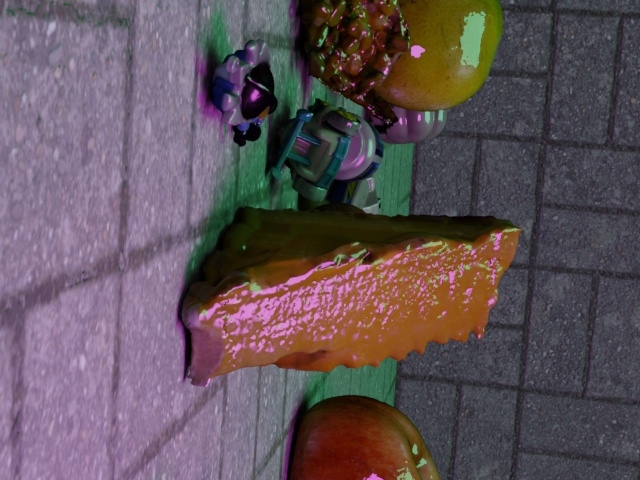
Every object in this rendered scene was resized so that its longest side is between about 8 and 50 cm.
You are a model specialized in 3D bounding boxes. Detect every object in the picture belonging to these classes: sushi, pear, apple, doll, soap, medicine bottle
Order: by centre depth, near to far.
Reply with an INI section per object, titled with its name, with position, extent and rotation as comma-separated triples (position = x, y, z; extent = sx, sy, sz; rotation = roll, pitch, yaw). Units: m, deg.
[doll]
position = -0.077, -0.157, 1.230
extent = 0.195, 0.070, 0.096
rotation = 69, 44, -79
[soap]
position = 0.048, 0.069, 1.286
extent = 0.304, 0.338, 0.169
rotation = -68, 159, -66
[sushi]
position = 0.046, -0.311, 1.682
extent = 0.179, 0.166, 0.296
rotation = -109, -159, -51
[medicine bottle]
position = 0.039, -0.148, 1.840
extent = 0.191, 0.106, 0.107
rotation = -6, 100, -81
[apple]
position = 0.080, 0.409, 1.961
extent = 0.309, 0.249, 0.278
rotation = 79, 19, -52
[pear]
position = 0.164, -0.357, 1.986
extent = 0.294, 0.294, 0.294
rotation = 5, 90, -81

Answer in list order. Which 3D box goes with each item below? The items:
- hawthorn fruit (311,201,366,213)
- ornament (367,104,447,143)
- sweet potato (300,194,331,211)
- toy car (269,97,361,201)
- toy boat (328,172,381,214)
[hawthorn fruit]
position = 0.054, 0.066, 1.634
extent = 0.199, 0.251, 0.199
rotation = -58, -167, 22
[ornament]
position = 0.185, -0.289, 2.486
extent = 0.177, 0.177, 0.178
rotation = 5, 90, -81
[sweet potato]
position = 0.001, 0.000, 1.856
extent = 0.069, 0.059, 0.250
rotation = -52, 155, -37
[toy car]
position = -0.024, -0.141, 1.577
extent = 0.126, 0.098, 0.161
rotation = -60, -152, 16
[toy boat]
position = 0.054, -0.029, 2.054
extent = 0.295, 0.088, 0.129
rotation = -69, 161, -62
